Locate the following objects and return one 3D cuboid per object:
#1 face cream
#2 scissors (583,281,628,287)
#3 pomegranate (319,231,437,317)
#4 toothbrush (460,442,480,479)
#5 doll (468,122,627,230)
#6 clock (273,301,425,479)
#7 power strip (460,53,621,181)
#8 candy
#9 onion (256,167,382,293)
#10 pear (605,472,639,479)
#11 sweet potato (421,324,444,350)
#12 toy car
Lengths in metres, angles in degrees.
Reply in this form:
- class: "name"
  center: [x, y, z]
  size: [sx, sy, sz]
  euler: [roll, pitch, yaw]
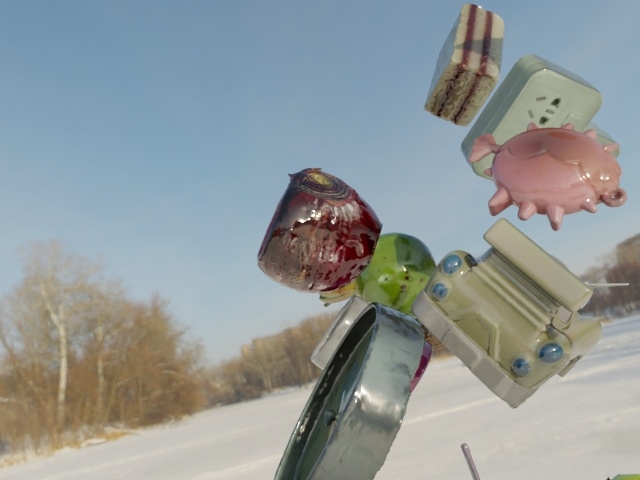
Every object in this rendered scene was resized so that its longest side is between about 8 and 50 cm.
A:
- class: "face cream"
  center: [0.103, 0.231, 1.238]
  size: [0.175, 0.195, 0.175]
  euler: [-57, -1, -2]
- class: "scissors"
  center: [0.607, 0.103, 1.368]
  size: [0.189, 0.015, 0.100]
  euler: [0, -21, -5]
- class: "pomegranate"
  center: [0.142, 0.095, 1.510]
  size: [0.301, 0.236, 0.236]
  euler: [-4, -12, 5]
- class: "toothbrush"
  center: [0.389, 0.623, 1.360]
  size: [0.029, 0.354, 0.024]
  euler: [-15, -42, -1]
- class: "doll"
  center: [0.342, -0.110, 0.928]
  size: [0.211, 0.262, 0.093]
  euler: [-47, -43, -21]
- class: "clock"
  center: [0.022, 0.195, 0.660]
  size: [0.055, 0.281, 0.280]
  euler: [28, -17, -1]
- class: "power strip"
  center: [0.430, -0.215, 1.167]
  size: [0.261, 0.141, 0.229]
  euler: [15, -55, -21]
- class: "candy"
  center: [0.376, -0.452, 1.560]
  size: [0.135, 0.321, 0.179]
  euler: [23, -41, -2]
- class: "onion"
  center: [0.000, 0.003, 1.139]
  size: [0.206, 0.216, 0.207]
  euler: [19, 26, -3]
- class: "pear"
  center: [0.860, 0.643, 1.480]
  size: [0.292, 0.159, 0.292]
  euler: [1, -38, 1]
- class: "sweet potato"
  center: [0.273, 0.212, 1.384]
  size: [0.206, 0.068, 0.060]
  euler: [-26, -9, 10]
- class: "toy car"
  center: [0.324, 0.097, 0.974]
  size: [0.336, 0.242, 0.226]
  euler: [-2, -50, -56]
